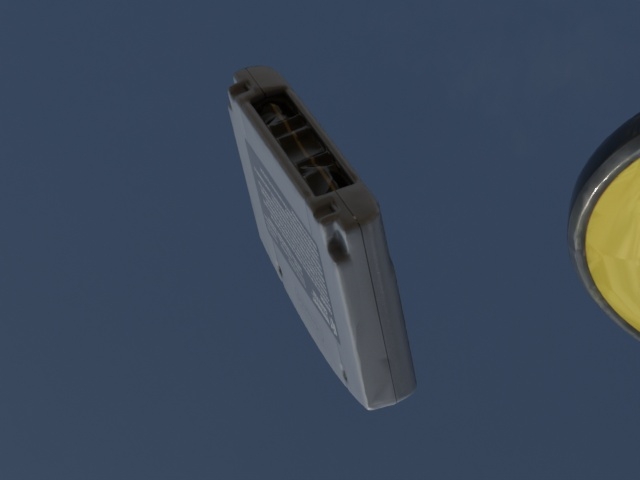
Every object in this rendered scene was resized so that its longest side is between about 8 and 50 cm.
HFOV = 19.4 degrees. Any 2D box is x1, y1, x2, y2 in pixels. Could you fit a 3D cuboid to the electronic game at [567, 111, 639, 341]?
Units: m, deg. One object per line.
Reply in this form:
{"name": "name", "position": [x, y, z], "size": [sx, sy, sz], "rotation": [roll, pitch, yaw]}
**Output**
{"name": "electronic game", "position": [0.210, 0.002, 0.718], "size": [0.229, 0.229, 0.048], "rotation": [6, -122, 8]}

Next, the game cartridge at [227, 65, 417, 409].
{"name": "game cartridge", "position": [0.000, 0.000, 0.427], "size": [0.017, 0.056, 0.083], "rotation": [-16, -147, -12]}
